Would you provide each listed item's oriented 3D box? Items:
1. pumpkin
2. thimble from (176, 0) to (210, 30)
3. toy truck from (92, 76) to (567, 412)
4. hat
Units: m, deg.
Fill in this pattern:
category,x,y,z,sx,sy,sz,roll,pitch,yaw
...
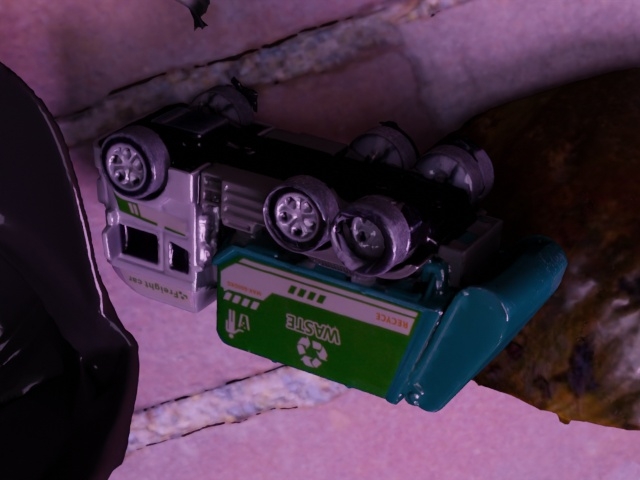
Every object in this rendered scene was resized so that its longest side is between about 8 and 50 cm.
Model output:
category,x,y,z,sx,sy,sz,roll,pitch,yaw
pumpkin,0.172,0.004,0.854,0.312,0.169,0.148,-12,119,3
thimble,-0.078,-0.243,0.671,0.150,0.271,0.271,19,114,-10
toy truck,0.000,0.000,0.827,0.253,0.114,0.124,15,117,27
hat,-0.238,0.047,0.884,0.238,0.209,0.336,-9,100,-18
